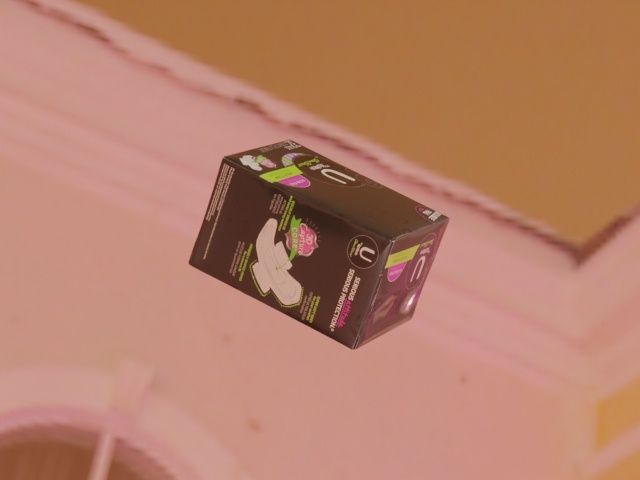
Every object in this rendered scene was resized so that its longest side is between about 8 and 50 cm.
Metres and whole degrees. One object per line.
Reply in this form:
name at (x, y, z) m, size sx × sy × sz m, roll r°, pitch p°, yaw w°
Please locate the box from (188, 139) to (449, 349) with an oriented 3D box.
box at (0.000, 0.000, 0.793) m, size 0.083 × 0.062 × 0.052 m, roll 27°, pitch -69°, yaw 20°
